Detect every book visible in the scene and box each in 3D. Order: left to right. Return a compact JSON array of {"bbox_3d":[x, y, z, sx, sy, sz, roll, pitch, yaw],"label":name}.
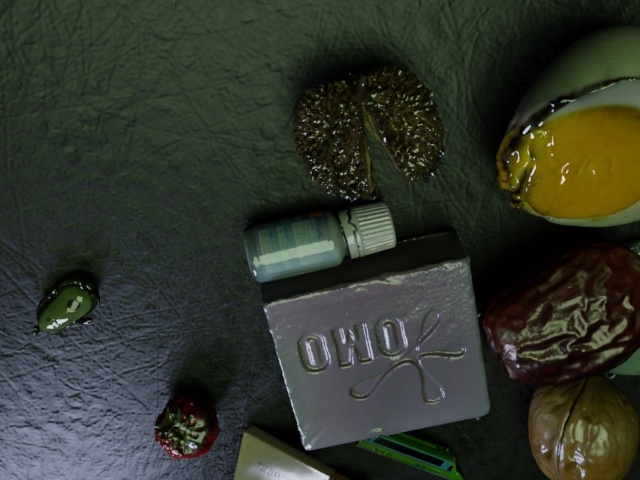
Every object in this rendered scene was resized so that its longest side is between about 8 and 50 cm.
[{"bbox_3d":[-0.072,0.424,1.333,0.161,0.026,0.231,23,116,20],"label":"book"}]

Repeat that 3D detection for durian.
[{"bbox_3d":[0.060,-0.138,1.029,0.196,0.167,0.196,-24,148,-17],"label":"durian"}]

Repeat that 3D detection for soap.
[{"bbox_3d":[0.085,0.150,1.216,0.296,0.107,0.285,-13,118,4],"label":"soap"}]

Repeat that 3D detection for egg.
[{"bbox_3d":[0.363,-0.150,1.069,0.264,0.174,0.286,12,139,-11],"label":"egg"}]

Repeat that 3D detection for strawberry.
[{"bbox_3d":[-0.201,0.282,1.265,0.106,0.106,0.106,-2,117,-5],"label":"strawberry"}]

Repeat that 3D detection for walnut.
[{"bbox_3d":[0.406,0.294,1.291,0.167,0.167,0.207,-10,119,-1],"label":"walnut"}]

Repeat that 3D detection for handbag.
[{"bbox_3d":[-0.358,0.095,1.173,0.111,0.047,0.072,-38,113,10],"label":"handbag"}]

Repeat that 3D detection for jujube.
[{"bbox_3d":[0.351,0.101,1.156,0.243,0.183,0.183,-26,117,-3],"label":"jujube"}]

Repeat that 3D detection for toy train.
[{"bbox_3d":[0.154,0.338,1.352,0.209,0.044,0.042,23,110,-17],"label":"toy train"}]

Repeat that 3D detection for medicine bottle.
[{"bbox_3d":[0.000,0.000,1.144,0.203,0.083,0.083,-11,117,0],"label":"medicine bottle"}]

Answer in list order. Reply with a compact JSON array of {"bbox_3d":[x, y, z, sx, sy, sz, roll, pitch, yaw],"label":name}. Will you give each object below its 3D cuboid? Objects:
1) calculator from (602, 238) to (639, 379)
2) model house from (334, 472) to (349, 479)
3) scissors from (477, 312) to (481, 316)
[{"bbox_3d":[0.478,0.111,1.272,0.141,0.045,0.246,7,115,-10],"label":"calculator"},{"bbox_3d":[0.020,0.437,1.374,0.100,0.088,0.101,32,144,4],"label":"model house"},{"bbox_3d":[0.211,0.128,1.274,0.083,0.006,0.036,-28,114,8],"label":"scissors"}]
